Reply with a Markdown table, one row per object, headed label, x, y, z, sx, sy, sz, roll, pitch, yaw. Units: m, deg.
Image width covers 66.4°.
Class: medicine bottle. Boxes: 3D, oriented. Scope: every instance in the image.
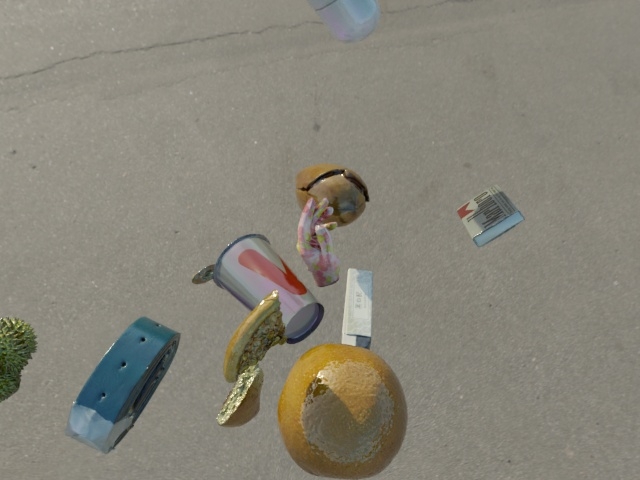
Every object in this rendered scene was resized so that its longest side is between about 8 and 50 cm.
| label | x | y | z | sx | sy | sz | roll | pitch | yaw |
| --- | --- | --- | --- | --- | --- | --- | --- | --- | --- |
| medicine bottle | 0.005 | -0.575 | 1.038 | 0.130 | 0.341 | 0.130 | -29 | 36 | 24 |

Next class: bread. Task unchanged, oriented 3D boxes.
| label | x | y | z | sx | sy | sz | roll | pitch | yaw |
| --- | --- | --- | --- | --- | --- | --- | --- | --- | --- |
| bread | -0.175 | 0.357 | 1.063 | 0.054 | 0.154 | 0.136 | 15 | 26 | 25 |

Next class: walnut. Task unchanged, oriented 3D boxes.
| label | x | y | z | sx | sy | sz | roll | pitch | yaw |
| --- | --- | --- | --- | --- | --- | --- | --- | --- | --- |
| walnut | 0.014 | -0.159 | 1.638 | 0.209 | 0.208 | 0.337 | -41 | 35 | -24 |

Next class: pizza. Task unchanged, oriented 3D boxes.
| label | x | y | z | sx | sy | sz | roll | pitch | yaw |
| --- | --- | --- | --- | --- | --- | --- | --- | --- | --- |
| pizza | -0.099 | 0.164 | 0.817 | 0.041 | 0.131 | 0.178 | 37 | 93 | 29 |

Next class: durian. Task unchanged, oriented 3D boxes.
| label | x | y | z | sx | sy | sz | roll | pitch | yaw |
| --- | --- | --- | --- | --- | --- | --- | --- | --- | --- |
| durian | -0.982 | 0.352 | 1.431 | 0.225 | 0.291 | 0.290 | 32 | 53 | -33 |

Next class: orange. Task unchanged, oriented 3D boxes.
| label | x | y | z | sx | sy | sz | roll | pitch | yaw |
| --- | --- | --- | --- | --- | --- | --- | --- | --- | --- |
| orange | 0.041 | 0.324 | 0.953 | 0.265 | 0.264 | 0.263 | 2 | 60 | -3 |

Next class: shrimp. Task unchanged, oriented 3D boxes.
| label | x | y | z | sx | sy | sz | roll | pitch | yaw |
| --- | --- | --- | --- | --- | --- | --- | --- | --- | --- |
| shrimp | -0.409 | 0.118 | 1.863 | 0.190 | 0.101 | 0.042 | -23 | 67 | -45 |

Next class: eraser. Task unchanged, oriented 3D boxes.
| label | x | y | z | sx | sy | sz | roll | pitch | yaw |
| --- | --- | --- | --- | --- | --- | --- | --- | --- | --- |
| eraser | 0.123 | 0.257 | 1.624 | 0.097 | 0.098 | 0.403 | 6 | 37 | 2 |

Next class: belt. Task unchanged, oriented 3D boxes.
| label | x | y | z | sx | sy | sz | roll | pitch | yaw |
| --- | --- | --- | --- | --- | --- | --- | --- | --- | --- |
| belt | -0.632 | 0.458 | 1.594 | 0.173 | 0.300 | 0.436 | 22 | 53 | 1 |

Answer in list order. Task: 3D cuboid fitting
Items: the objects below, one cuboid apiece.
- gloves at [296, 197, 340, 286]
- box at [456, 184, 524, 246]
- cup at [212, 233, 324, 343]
| label | x | y | z | sx | sy | sz | roll | pitch | yaw |
| --- | --- | --- | --- | --- | --- | --- | --- | --- | --- |
| gloves | -0.011 | 0.002 | 1.321 | 0.126 | 0.241 | 0.145 | -14 | 21 | 19 |
| box | 0.383 | -0.058 | 1.117 | 0.036 | 0.115 | 0.177 | 50 | 18 | -17 |
| cup | -0.131 | 0.136 | 1.323 | 0.203 | 0.202 | 0.288 | -34 | 52 | -21 |
